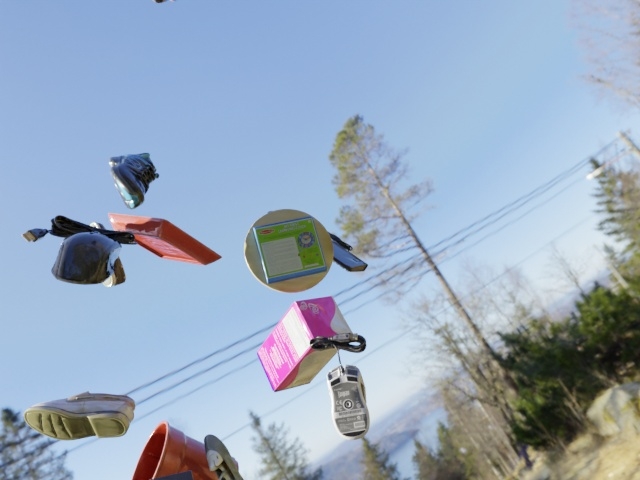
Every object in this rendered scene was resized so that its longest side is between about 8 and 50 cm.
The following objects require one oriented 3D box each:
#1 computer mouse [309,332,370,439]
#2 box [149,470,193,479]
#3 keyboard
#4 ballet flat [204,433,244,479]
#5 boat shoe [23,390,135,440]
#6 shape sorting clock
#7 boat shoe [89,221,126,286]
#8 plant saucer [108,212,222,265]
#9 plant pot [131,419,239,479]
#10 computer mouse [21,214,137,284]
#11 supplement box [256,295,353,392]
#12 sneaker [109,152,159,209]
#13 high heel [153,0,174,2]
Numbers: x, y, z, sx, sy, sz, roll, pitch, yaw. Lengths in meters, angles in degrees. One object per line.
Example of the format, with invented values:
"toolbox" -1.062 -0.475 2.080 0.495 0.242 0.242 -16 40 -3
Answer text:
"computer mouse" 0.045 0.268 1.096 0.106 0.193 0.042 -10 -7 7
"box" -0.309 0.598 1.241 0.093 0.156 0.158 -3 -44 -28
"keyboard" 0.000 0.000 1.715 0.201 0.317 0.033 -6 -53 -60
"ballet flat" -0.281 0.659 1.708 0.072 0.213 0.068 -40 -10 25
"boat shoe" -0.668 0.486 1.663 0.302 0.113 0.103 3 28 5
"shape sorting clock" -0.072 0.022 1.362 0.206 0.206 0.040 -27 -11 -19
"boat shoe" -0.727 0.045 2.020 0.081 0.227 0.069 -19 -4 34
"plant saucer" -0.465 0.004 1.753 0.259 0.258 0.047 42 -119 -50
"plant pot" -0.414 0.733 1.829 0.265 0.272 0.272 28 -49 -19
"computer mouse" -0.438 -0.001 1.046 0.262 0.184 0.060 -102 23 -73
"supplement box" -0.040 0.237 1.353 0.111 0.114 0.220 -3 -36 -39
"sneaker" -0.594 -0.212 1.909 0.140 0.341 0.125 -19 -56 -14
"high heel" -0.333 -0.536 1.266 0.093 0.186 0.261 18 -15 -13
